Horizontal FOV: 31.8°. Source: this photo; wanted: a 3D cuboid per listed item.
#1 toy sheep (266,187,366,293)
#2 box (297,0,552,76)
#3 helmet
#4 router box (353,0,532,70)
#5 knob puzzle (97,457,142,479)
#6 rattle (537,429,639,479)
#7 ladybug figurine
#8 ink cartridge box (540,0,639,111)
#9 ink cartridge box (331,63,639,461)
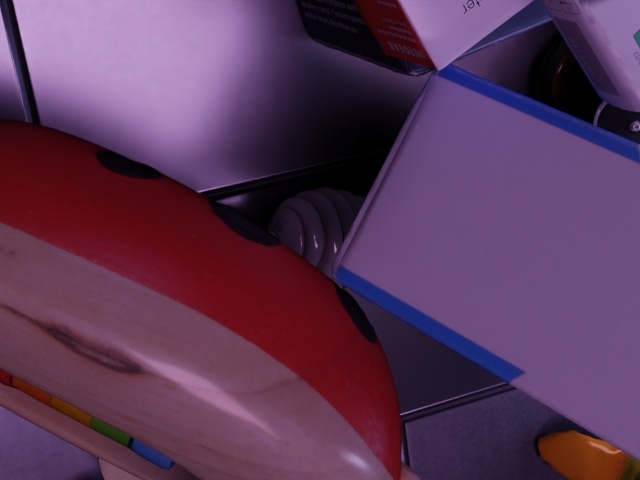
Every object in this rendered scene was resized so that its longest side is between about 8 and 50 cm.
[{"bbox_3d":[0.000,0.000,0.907,0.132,0.091,0.091,-6,109,-39],"label":"toy sheep"},{"bbox_3d":[0.097,-0.356,0.765,0.293,0.212,0.395,-23,113,-13],"label":"box"},{"bbox_3d":[0.274,-0.146,0.927,0.169,0.169,0.161,22,107,-25],"label":"helmet"},{"bbox_3d":[0.106,-0.314,0.619,0.335,0.082,0.301,-37,115,-7],"label":"router box"},{"bbox_3d":[-0.104,0.158,0.944,0.213,0.030,0.213,-6,108,-20],"label":"knob puzzle"},{"bbox_3d":[0.332,0.188,1.123,0.199,0.143,0.130,-49,136,-29],"label":"rattle"},{"bbox_3d":[-0.127,0.054,0.755,0.449,0.305,0.162,29,70,-2],"label":"ladybug figurine"},{"bbox_3d":[0.204,-0.210,0.614,0.225,0.056,0.181,-42,117,-3],"label":"ink cartridge box"},{"bbox_3d":[0.239,0.043,0.813,0.395,0.285,0.166,18,100,-59],"label":"ink cartridge box"}]
